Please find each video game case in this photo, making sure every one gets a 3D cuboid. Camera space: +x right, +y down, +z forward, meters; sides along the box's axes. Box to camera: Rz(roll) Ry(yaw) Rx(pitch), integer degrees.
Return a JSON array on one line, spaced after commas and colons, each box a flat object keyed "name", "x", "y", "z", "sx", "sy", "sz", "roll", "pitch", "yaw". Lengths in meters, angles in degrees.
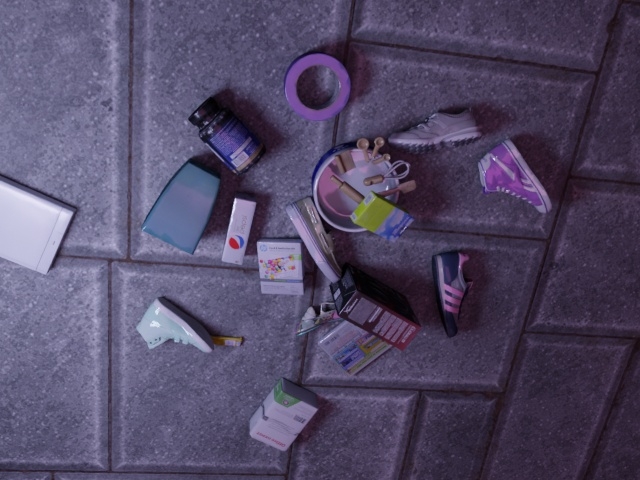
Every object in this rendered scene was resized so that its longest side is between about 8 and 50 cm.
[{"name": "video game case", "x": 0.129, "y": 0.361, "z": 2.053, "sx": 0.212, "sy": 0.023, "sz": 0.193, "roll": -39, "pitch": 111, "yaw": 8}]

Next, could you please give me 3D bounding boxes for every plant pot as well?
[{"name": "plant pot", "x": -0.398, "y": -0.114, "z": 1.723, "sx": 0.165, "sy": 0.166, "sz": 0.234, "roll": 28, "pitch": 98, "yaw": -17}]

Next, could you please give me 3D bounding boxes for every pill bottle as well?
[{"name": "pill bottle", "x": -0.272, "y": -0.304, "z": 1.675, "sx": 0.122, "sy": 0.123, "sz": 0.219, "roll": -40, "pitch": 111, "yaw": 10}]

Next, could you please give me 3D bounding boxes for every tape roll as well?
[{"name": "tape roll", "x": -0.011, "y": -0.447, "z": 1.674, "sx": 0.188, "sy": 0.080, "sz": 0.189, "roll": -3, "pitch": 112, "yaw": -7}]

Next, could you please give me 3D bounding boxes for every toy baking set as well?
[{"name": "toy baking set", "x": 0.159, "y": -0.191, "z": 1.712, "sx": 0.256, "sy": 0.030, "sz": 0.197, "roll": 40, "pitch": 102, "yaw": -20}]

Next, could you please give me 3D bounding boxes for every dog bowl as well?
[{"name": "dog bowl", "x": 0.104, "y": -0.166, "z": 1.790, "sx": 0.264, "sy": 0.104, "sz": 0.265, "roll": -3, "pitch": 112, "yaw": -7}]

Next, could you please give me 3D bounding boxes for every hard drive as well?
[{"name": "hard drive", "x": -0.949, "y": -0.067, "z": 1.728, "sx": 0.352, "sy": 0.047, "sz": 0.233, "roll": 26, "pitch": 107, "yaw": -16}]

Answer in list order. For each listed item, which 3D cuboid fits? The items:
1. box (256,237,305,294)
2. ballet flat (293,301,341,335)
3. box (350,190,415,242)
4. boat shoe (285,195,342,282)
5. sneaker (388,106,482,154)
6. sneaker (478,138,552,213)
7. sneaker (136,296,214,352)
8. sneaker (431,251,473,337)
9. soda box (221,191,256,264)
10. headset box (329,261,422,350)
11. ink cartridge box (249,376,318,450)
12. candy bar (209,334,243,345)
[{"name": "box", "x": -0.126, "y": 0.085, "z": 1.880, "sx": 0.145, "sy": 0.038, "sz": 0.186, "roll": 2, "pitch": 112, "yaw": 9}, {"name": "ballet flat", "x": 0.006, "y": 0.254, "z": 1.973, "sx": 0.221, "sy": 0.077, "sz": 0.079, "roll": -19, "pitch": 95, "yaw": -4}, {"name": "box", "x": 0.189, "y": -0.070, "z": 1.749, "sx": 0.178, "sy": 0.042, "sz": 0.109, "roll": 24, "pitch": 114, "yaw": -36}, {"name": "boat shoe", "x": 0.000, "y": 0.000, "z": 1.845, "sx": 0.094, "sy": 0.109, "sz": 0.302, "roll": -30, "pitch": 110, "yaw": 3}, {"name": "sneaker", "x": 0.344, "y": -0.337, "z": 1.773, "sx": 0.281, "sy": 0.105, "sz": 0.115, "roll": -8, "pitch": 79, "yaw": 0}, {"name": "sneaker", "x": 0.614, "y": -0.172, "z": 1.862, "sx": 0.161, "sy": 0.102, "sz": 0.282, "roll": -38, "pitch": 101, "yaw": 12}, {"name": "sneaker", "x": -0.484, "y": 0.320, "z": 1.918, "sx": 0.256, "sy": 0.094, "sz": 0.151, "roll": 40, "pitch": 97, "yaw": -10}, {"name": "sneaker", "x": 0.464, "y": 0.188, "z": 1.976, "sx": 0.131, "sy": 0.112, "sz": 0.319, "roll": -12, "pitch": 114, "yaw": 1}, {"name": "soda box", "x": -0.256, "y": -0.038, "z": 1.812, "sx": 0.069, "sy": 0.074, "sz": 0.216, "roll": 11, "pitch": 110, "yaw": -12}, {"name": "headset box", "x": 0.188, "y": 0.221, "z": 1.897, "sx": 0.293, "sy": 0.218, "sz": 0.110, "roll": 31, "pitch": 105, "yaw": -17}, {"name": "ink cartridge box", "x": -0.135, "y": 0.631, "z": 2.091, "sx": 0.160, "sy": 0.093, "sz": 0.219, "roll": 32, "pitch": 105, "yaw": -17}, {"name": "candy bar", "x": -0.346, "y": 0.343, "z": 1.988, "sx": 0.161, "sy": 0.018, "sz": 0.040, "roll": 6, "pitch": 115, "yaw": -10}]
